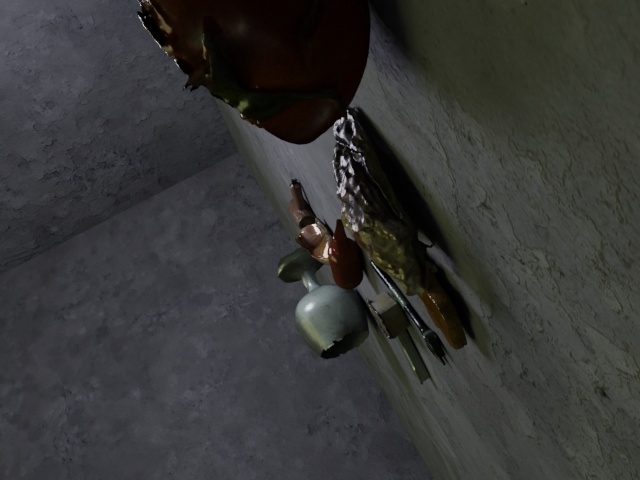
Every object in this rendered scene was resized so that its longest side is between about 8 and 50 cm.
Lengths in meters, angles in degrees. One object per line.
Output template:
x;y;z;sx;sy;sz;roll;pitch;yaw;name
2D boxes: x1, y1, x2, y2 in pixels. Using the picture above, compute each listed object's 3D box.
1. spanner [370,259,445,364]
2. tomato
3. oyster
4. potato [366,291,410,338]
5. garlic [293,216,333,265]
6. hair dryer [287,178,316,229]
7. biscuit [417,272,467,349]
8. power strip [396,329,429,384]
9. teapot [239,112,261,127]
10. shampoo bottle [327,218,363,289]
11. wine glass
0.181;0.144;1.546;0.315;0.024;0.087;55;177;47;spanner
-0.046;-0.269;0.786;0.309;0.170;0.308;40;-144;-37;tomato
0.075;-0.064;1.117;0.275;0.100;0.271;58;-170;-12;oyster
0.154;0.168;1.697;0.086;0.061;0.122;63;176;-15;potato
-0.002;0.010;2.180;0.124;0.099;0.174;46;-173;-48;garlic
-0.069;-0.130;2.310;0.117;0.064;0.181;-122;14;-44;hair dryer
0.173;0.071;1.192;0.225;0.036;0.166;60;179;44;biscuit
0.215;0.266;1.774;0.191;0.030;0.047;63;176;-14;power strip
-0.199;-0.380;2.104;0.129;0.078;0.098;62;174;1;teapot
0.060;0.041;1.828;0.085;0.086;0.244;59;172;28;shampoo bottle
0.010;0.199;2.313;0.322;0.238;0.238;58;173;24;wine glass
